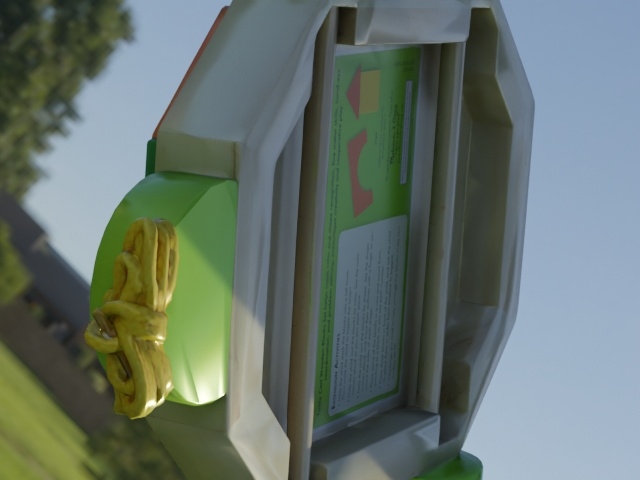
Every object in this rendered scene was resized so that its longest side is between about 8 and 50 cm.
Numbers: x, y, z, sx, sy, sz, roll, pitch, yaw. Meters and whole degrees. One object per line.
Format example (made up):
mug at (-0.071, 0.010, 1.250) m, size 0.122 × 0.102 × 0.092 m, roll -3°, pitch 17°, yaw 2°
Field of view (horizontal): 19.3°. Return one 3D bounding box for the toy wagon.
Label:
toy wagon at (0.000, 0.000, 0.767) m, size 0.068 × 0.267 × 0.344 m, roll 9°, pitch 11°, yaw 29°
